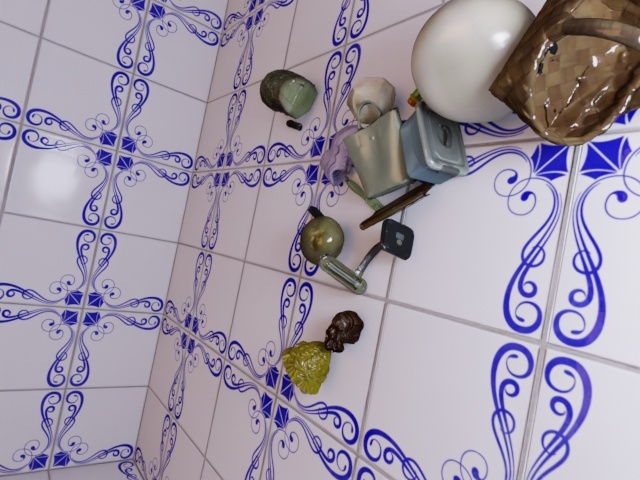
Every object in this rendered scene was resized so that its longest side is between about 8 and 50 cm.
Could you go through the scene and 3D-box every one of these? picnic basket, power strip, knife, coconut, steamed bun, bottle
[{"bbox_3d":[0.564,-0.345,0.846,0.337,0.293,0.337,-48,28,37],"label":"picnic basket"},{"bbox_3d":[-0.011,-0.104,1.738,0.029,0.038,0.111,-61,41,18],"label":"power strip"},{"bbox_3d":[0.163,-0.161,1.546,0.043,0.019,0.293,-59,41,20],"label":"knife"},{"bbox_3d":[0.173,-0.487,1.497,0.162,0.161,0.161,10,88,15],"label":"coconut"},{"bbox_3d":[0.389,-0.443,1.084,0.324,0.324,0.206,-23,31,47],"label":"steamed bun"},{"bbox_3d":[0.349,-0.507,1.370,0.187,0.069,0.069,-48,46,35],"label":"bottle"}]

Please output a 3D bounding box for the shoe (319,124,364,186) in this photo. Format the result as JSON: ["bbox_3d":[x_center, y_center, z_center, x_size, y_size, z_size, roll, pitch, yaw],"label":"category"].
[{"bbox_3d":[0.090,-0.320,1.630,0.245,0.095,0.138,-47,49,38],"label":"shoe"}]

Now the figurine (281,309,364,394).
[{"bbox_3d":[0.029,0.363,1.489,0.315,0.168,0.187,-47,35,21],"label":"figurine"}]

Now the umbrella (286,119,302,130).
[{"bbox_3d":[-0.123,-0.542,2.014,0.036,0.031,0.133,-48,39,-5],"label":"umbrella"}]

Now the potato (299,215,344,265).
[{"bbox_3d":[0.000,0.000,1.606,0.178,0.160,0.235,-52,23,-6],"label":"potato"}]

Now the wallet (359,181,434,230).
[{"bbox_3d":[0.242,-0.108,1.349,0.243,0.133,0.039,-32,94,38],"label":"wallet"}]

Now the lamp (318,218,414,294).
[{"bbox_3d":[0.140,0.034,1.383,0.283,0.203,0.125,-44,29,41],"label":"lamp"}]

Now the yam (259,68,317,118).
[{"bbox_3d":[-0.151,-0.667,1.964,0.271,0.201,0.203,40,112,42],"label":"yam"}]

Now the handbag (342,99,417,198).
[{"bbox_3d":[0.180,-0.304,1.398,0.241,0.109,0.315,-20,92,46],"label":"handbag"}]

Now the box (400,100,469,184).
[{"bbox_3d":[0.331,-0.280,1.257,0.130,0.162,0.227,-35,54,54],"label":"box"}]
